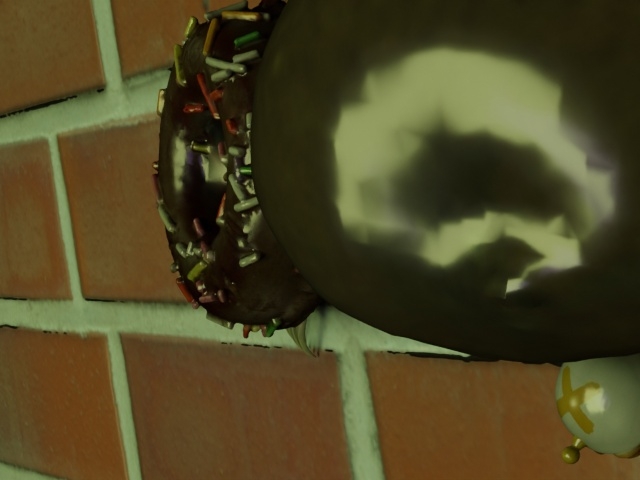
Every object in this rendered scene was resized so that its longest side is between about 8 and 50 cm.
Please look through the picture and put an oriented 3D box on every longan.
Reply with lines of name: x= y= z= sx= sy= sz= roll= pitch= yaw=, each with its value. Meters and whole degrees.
longan: x=0.119 y=-0.073 z=0.812 sx=0.350 sy=0.288 sz=0.288 roll=3 pitch=102 yaw=47

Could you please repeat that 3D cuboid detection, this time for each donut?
donut: x=-0.058 y=-0.058 z=1.230 sx=0.269 sy=0.103 sz=0.270 roll=178 pitch=90 yaw=-65

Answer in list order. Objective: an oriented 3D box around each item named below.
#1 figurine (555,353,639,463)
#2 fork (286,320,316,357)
figurine: x=0.187 y=0.065 z=0.933 sx=0.143 sy=0.068 sz=0.101 roll=-60 pitch=43 yaw=31
fork: x=-0.006 y=0.001 z=1.263 sx=0.034 sy=0.028 sz=0.219 roll=-129 pitch=40 yaw=-50
